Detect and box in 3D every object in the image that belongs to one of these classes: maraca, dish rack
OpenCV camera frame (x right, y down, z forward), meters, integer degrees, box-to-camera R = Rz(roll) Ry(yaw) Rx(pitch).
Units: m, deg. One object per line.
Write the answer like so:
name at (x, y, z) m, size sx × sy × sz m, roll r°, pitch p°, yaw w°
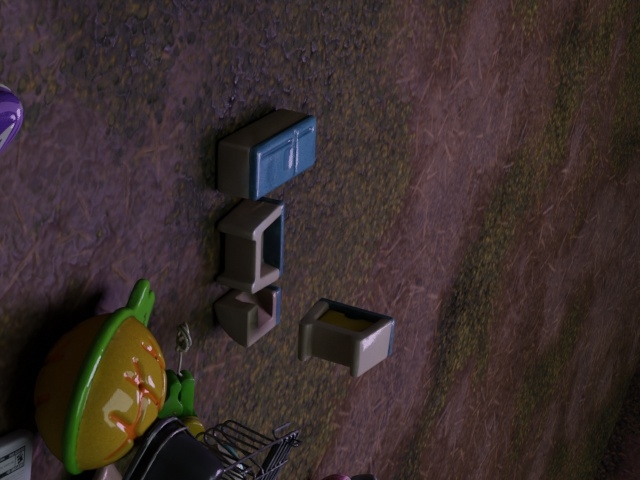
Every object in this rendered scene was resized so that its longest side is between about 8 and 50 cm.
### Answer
maraca at (-0.169, 0.108, 1.143) m, size 0.186 × 0.099 × 0.127 m, roll -65°, pitch 171°, yaw -57°
dish rack at (-0.112, 0.245, 1.233) m, size 0.208 × 0.074 × 0.271 m, roll -61°, pitch 166°, yaw 9°

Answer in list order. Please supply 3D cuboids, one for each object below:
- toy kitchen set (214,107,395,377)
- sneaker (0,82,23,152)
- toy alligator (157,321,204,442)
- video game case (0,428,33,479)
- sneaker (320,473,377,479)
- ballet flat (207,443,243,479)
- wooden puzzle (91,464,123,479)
toy kitchen set at (0.000, 0.000, 1.367) m, size 0.122 × 0.166 × 0.207 m, roll -37°, pitch 136°, yaw -55°
sneaker at (-0.242, -0.039, 0.927) m, size 0.170 × 0.071 × 0.068 m, roll -56°, pitch 149°, yaw -40°
toy alligator at (-0.139, 0.158, 1.297) m, size 0.051 × 0.056 × 0.190 m, roll -14°, pitch 124°, yaw -18°
video game case at (-0.274, 0.231, 1.071) m, size 0.157 × 0.019 × 0.143 m, roll -22°, pitch 123°, yaw -63°
sneaker at (-0.004, 0.340, 1.658) m, size 0.319 × 0.112 × 0.131 m, roll 16°, pitch 71°, yaw -69°
ballet flat at (-0.103, 0.282, 1.438) m, size 0.052 × 0.057 × 0.168 m, roll -37°, pitch 136°, yaw -41°
wooden puzzle at (-0.210, 0.334, 1.249) m, size 0.221 × 0.044 × 0.239 m, roll 71°, pitch 35°, yaw -51°
